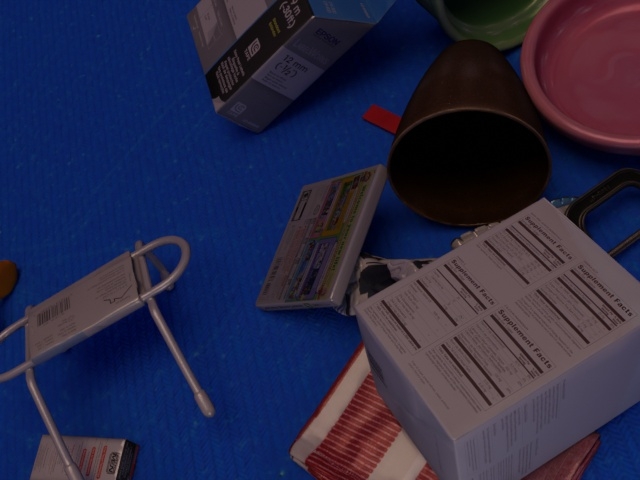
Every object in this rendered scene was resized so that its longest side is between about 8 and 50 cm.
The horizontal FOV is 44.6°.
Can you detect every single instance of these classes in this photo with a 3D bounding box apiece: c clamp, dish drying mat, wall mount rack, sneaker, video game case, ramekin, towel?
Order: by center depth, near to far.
[{"bbox_3d":[0.144,0.258,0.978,0.329,0.037,0.237,28,74,30],"label":"towel"},{"bbox_3d":[0.392,-0.013,1.028,0.161,0.022,0.137,-40,85,-8],"label":"c clamp"},{"bbox_3d":[0.280,0.003,1.060,0.191,0.071,0.083,-24,76,6],"label":"sneaker"},{"bbox_3d":[0.119,0.067,1.067,0.235,0.153,0.094,-11,70,58],"label":"sneaker"},{"bbox_3d":[-0.301,0.158,1.112,0.350,0.130,0.304,-30,41,2],"label":"wall mount rack"},{"bbox_3d":[0.000,0.000,1.118,0.193,0.023,0.212,-10,52,54],"label":"video game case"},{"bbox_3d":[0.259,-0.453,1.176,0.303,0.303,0.148,-37,50,-3],"label":"ramekin"},{"bbox_3d":[0.107,-0.192,1.252,0.083,0.008,0.032,32,76,31],"label":"dish drying mat"}]

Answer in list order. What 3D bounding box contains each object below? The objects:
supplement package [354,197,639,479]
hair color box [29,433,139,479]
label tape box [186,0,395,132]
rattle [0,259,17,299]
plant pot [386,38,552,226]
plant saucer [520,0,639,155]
[{"bbox_3d":[0.211,0.130,0.893,0.263,0.199,0.198,-29,50,-11],"label":"supplement package"},{"bbox_3d":[-0.336,0.318,1.110,0.141,0.043,0.072,-2,62,20],"label":"hair color box"},{"bbox_3d":[-0.053,-0.384,1.276,0.348,0.115,0.249,-39,52,29],"label":"label tape box"},{"bbox_3d":[-0.621,0.115,1.309,0.200,0.130,0.142,-34,41,31],"label":"rattle"},{"bbox_3d":[0.211,-0.176,1.107,0.215,0.215,0.230,-4,47,17],"label":"plant pot"},{"bbox_3d":[0.459,-0.253,1.117,0.332,0.084,0.332,-9,61,16],"label":"plant saucer"}]
